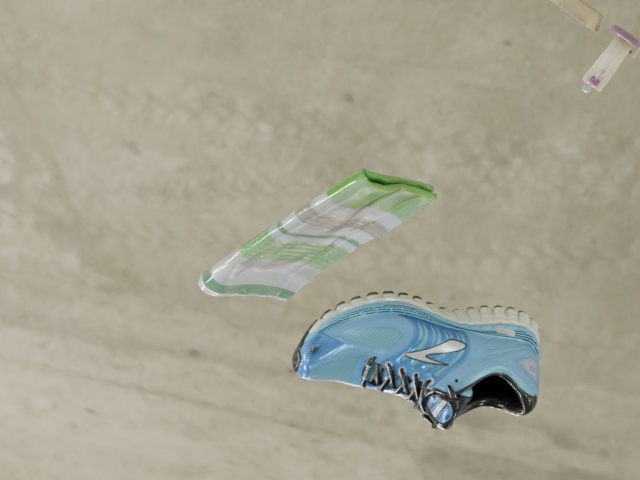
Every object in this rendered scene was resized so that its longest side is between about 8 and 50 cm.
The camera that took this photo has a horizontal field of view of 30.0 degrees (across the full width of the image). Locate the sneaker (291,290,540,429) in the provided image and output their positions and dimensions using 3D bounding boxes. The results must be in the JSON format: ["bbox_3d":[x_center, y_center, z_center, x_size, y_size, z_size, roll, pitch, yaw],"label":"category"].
[{"bbox_3d":[0.063,0.078,0.729,0.162,0.073,0.063,2,143,-11],"label":"sneaker"}]

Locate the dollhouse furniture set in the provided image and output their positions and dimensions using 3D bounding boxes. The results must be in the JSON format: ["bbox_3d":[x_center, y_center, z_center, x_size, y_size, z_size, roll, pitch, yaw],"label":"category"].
[{"bbox_3d":[0.305,-0.229,1.391,0.114,0.091,0.081,39,110,11],"label":"dollhouse furniture set"}]

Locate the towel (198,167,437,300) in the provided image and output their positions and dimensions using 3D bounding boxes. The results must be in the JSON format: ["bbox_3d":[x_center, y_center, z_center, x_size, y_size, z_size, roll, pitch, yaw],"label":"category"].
[{"bbox_3d":[0.000,0.000,0.846,0.152,0.023,0.113,-32,162,26],"label":"towel"}]
